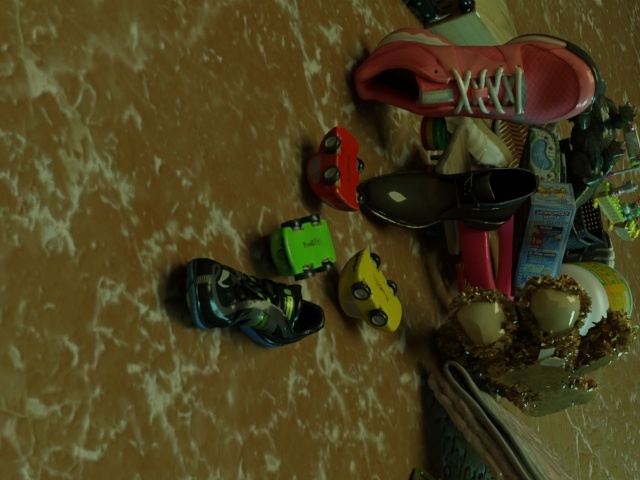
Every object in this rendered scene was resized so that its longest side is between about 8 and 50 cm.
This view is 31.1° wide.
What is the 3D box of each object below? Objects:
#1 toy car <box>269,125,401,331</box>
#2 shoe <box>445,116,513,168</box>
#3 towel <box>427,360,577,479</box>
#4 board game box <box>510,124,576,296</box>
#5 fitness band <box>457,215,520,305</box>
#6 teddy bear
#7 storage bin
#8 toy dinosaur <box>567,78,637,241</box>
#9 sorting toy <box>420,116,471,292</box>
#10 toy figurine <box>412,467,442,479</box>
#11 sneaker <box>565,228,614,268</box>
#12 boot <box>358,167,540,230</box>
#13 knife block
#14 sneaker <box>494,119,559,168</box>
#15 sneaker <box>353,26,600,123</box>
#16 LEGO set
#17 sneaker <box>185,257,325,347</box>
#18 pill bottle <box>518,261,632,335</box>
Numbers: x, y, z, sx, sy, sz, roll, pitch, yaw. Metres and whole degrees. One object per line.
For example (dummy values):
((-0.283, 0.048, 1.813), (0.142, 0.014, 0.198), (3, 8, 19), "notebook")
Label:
((0.000, 0.000, 1.231), (0.225, 0.053, 0.238), (-15, 89, -62), "toy car")
((0.229, -0.161, 1.740), (0.076, 0.058, 0.219), (55, 9, 35), "shoe")
((0.290, 0.319, 1.433), (0.317, 0.053, 0.331), (41, 11, -48), "towel")
((0.296, -0.047, 1.530), (0.194, 0.060, 0.194), (88, 8, -66), "board game box")
((0.246, 0.013, 1.617), (0.291, 0.054, 0.208), (4, 85, -69), "fitness band")
((0.270, 0.121, 1.474), (0.338, 0.245, 0.113), (31, 40, -50), "teddy bear")
((0.433, -0.079, 2.036), (0.122, 0.084, 0.180), (19, 61, -58), "storage bin")
((0.455, -0.157, 1.916), (0.160, 0.121, 0.313), (21, 64, -85), "toy dinosaur")
((0.171, -0.062, 1.565), (0.132, 0.046, 0.274), (-59, 142, -53), "sorting toy")
((0.142, 0.435, 1.230), (0.362, 0.191, 0.217), (-80, -172, -73), "toy figurine")
((0.498, 0.102, 2.084), (0.132, 0.086, 0.228), (42, 52, -53), "sneaker")
((0.160, -0.065, 1.410), (0.219, 0.106, 0.082), (2, 69, -26), "boot")
((0.215, -0.336, 1.757), (0.242, 0.088, 0.275), (-41, 113, -59), "knife block")
((0.345, -0.114, 1.889), (0.302, 0.108, 0.121), (-84, 166, -45), "sneaker")
((0.183, -0.185, 1.420), (0.136, 0.314, 0.115), (-39, 130, -49), "sneaker")
((0.535, -0.118, 2.037), (0.287, 0.107, 0.132), (66, 29, -16), "LEGO set")
((-0.060, 0.054, 1.066), (0.188, 0.078, 0.067), (28, 53, -54), "sneaker")
((0.401, 0.104, 1.828), (0.246, 0.136, 0.136), (-1, 77, -62), "pill bottle")
